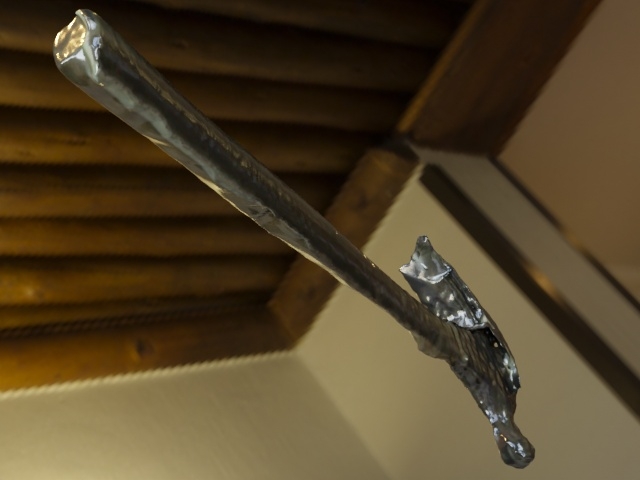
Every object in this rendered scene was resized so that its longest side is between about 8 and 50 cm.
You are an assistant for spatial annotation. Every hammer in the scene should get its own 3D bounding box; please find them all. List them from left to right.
[{"bbox_3d":[0.001,0.000,0.546,0.027,0.125,0.297,-37,-45,17],"label":"hammer"}]
